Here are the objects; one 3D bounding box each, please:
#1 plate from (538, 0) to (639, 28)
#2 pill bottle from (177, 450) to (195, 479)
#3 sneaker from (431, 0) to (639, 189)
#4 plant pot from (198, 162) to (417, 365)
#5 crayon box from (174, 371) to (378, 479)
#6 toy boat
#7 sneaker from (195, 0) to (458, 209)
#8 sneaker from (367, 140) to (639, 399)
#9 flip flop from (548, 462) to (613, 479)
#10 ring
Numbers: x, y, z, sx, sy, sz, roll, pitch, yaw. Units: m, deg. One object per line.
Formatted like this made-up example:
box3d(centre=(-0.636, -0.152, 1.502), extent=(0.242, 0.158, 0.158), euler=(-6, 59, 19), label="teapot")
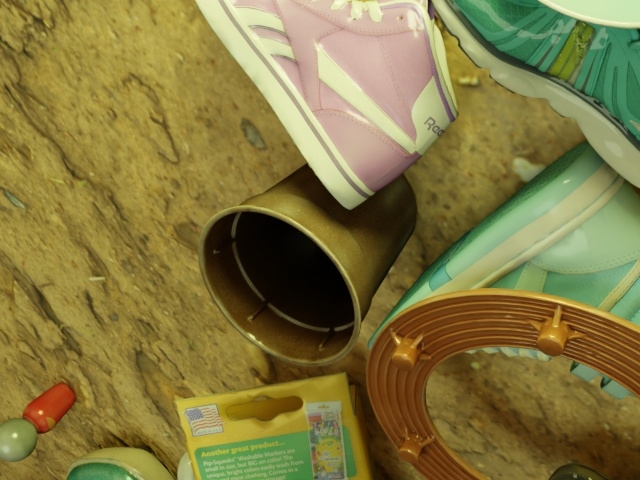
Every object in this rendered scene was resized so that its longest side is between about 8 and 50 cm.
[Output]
box3d(centre=(0.191, -0.217, 0.508), extent=(0.188, 0.024, 0.188), euler=(-1, 84, 10), label="plate")
box3d(centre=(-0.109, 0.323, 1.142), extent=(0.184, 0.103, 0.103), euler=(-8, 116, 40), label="pill bottle")
box3d(centre=(0.191, -0.144, 0.564), extent=(0.275, 0.107, 0.110), euler=(35, 160, -5), label="sneaker")
box3d(centre=(0.000, 0.000, 0.777), extent=(0.166, 0.165, 0.167), euler=(19, 131, 23), label="plant pot")
box3d(centre=(-0.033, 0.302, 0.996), extent=(0.203, 0.083, 0.323), euler=(-10, 106, 6), label="crayon box")
box3d(centre=(-0.383, 0.390, 1.357), extent=(0.318, 0.148, 0.267), euler=(50, 136, -7), label="toy boat")
box3d(centre=(0.008, -0.183, 0.703), extent=(0.161, 0.102, 0.282), euler=(-39, 80, 15), label="sneaker")
box3d(centre=(0.190, 0.081, 0.732), extent=(0.208, 0.127, 0.319), euler=(45, 137, 1), label="sneaker")
box3d(centre=(0.343, 0.293, 0.822), extent=(0.277, 0.080, 0.112), euler=(26, 136, -4), label="flip flop")
box3d(centre=(0.189, 0.175, 0.716), extent=(0.336, 0.032, 0.337), euler=(19, 136, 19), label="ring")
